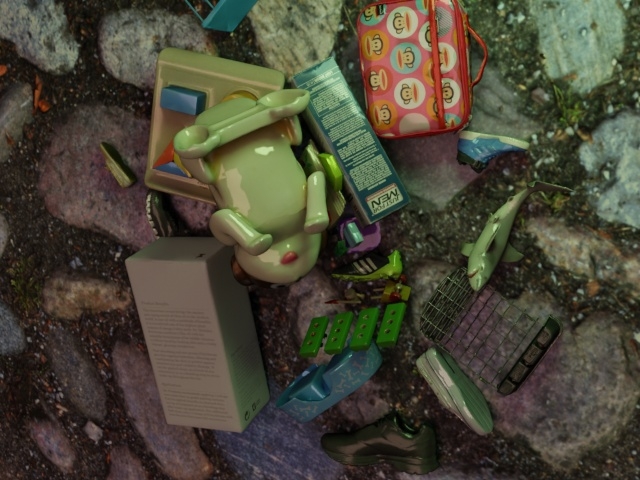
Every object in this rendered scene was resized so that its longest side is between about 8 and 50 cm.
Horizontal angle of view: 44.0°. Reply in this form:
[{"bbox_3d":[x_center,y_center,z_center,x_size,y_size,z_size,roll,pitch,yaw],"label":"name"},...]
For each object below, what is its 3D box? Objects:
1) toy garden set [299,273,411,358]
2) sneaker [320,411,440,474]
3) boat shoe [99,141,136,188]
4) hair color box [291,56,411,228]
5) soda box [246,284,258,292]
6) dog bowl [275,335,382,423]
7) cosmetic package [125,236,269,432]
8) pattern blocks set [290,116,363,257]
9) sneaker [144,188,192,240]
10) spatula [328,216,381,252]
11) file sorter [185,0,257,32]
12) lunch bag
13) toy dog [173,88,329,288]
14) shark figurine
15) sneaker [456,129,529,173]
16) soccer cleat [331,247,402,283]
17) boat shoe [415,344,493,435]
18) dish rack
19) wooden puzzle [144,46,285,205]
[{"bbox_3d":[0.091,0.179,1.795,0.244,0.203,0.049,-13,127,33],"label":"toy garden set"},{"bbox_3d":[0.141,0.468,1.875,0.286,0.109,0.130,2,95,14],"label":"sneaker"},{"bbox_3d":[-0.536,-0.194,2.055,0.045,0.050,0.135,-39,84,20],"label":"boat shoe"},{"bbox_3d":[0.061,-0.204,1.708,0.105,0.174,0.347,-28,89,-2],"label":"hair color box"},{"bbox_3d":[-0.235,0.062,1.970,0.183,0.058,0.063,24,110,17],"label":"soda box"},{"bbox_3d":[0.025,0.326,1.859,0.297,0.166,0.074,-39,95,26],"label":"dog bowl"},{"bbox_3d":[-0.292,0.226,1.930,0.230,0.161,0.453,1,112,25],"label":"cosmetic package"},{"bbox_3d":[-0.002,-0.119,1.743,0.026,0.285,0.324,-23,90,-18],"label":"pattern blocks set"},{"bbox_3d":[-0.376,-0.031,2.008,0.106,0.078,0.234,-6,97,16],"label":"sneaker"},{"bbox_3d":[0.000,0.000,1.867,0.296,0.030,0.084,-10,94,26],"label":"spatula"},{"bbox_3d":[-0.211,-0.574,1.795,0.170,0.118,0.104,-44,78,25],"label":"file sorter"},{"bbox_3d":[0.219,-0.362,1.652,0.258,0.120,0.293,-4,100,21],"label":"lunch bag"},{"bbox_3d":[-0.137,-0.081,1.680,0.395,0.285,0.408,21,136,59],"label":"toy dog"},{"bbox_3d":[0.401,-0.013,1.668,0.116,0.166,0.278,32,95,-12],"label":"shark figurine"},{"bbox_3d":[0.357,-0.178,1.653,0.152,0.058,0.084,13,100,26],"label":"sneaker"},{"bbox_3d":[0.108,0.059,1.823,0.179,0.060,0.072,-6,71,31],"label":"soccer cleat"},{"bbox_3d":[0.301,0.344,1.789,0.076,0.083,0.226,-42,71,37],"label":"boat shoe"},{"bbox_3d":[0.359,0.193,1.728,0.271,0.074,0.208,36,112,15],"label":"dish rack"},{"bbox_3d":[-0.267,-0.258,1.883,0.322,0.080,0.347,15,106,13],"label":"wooden puzzle"}]
